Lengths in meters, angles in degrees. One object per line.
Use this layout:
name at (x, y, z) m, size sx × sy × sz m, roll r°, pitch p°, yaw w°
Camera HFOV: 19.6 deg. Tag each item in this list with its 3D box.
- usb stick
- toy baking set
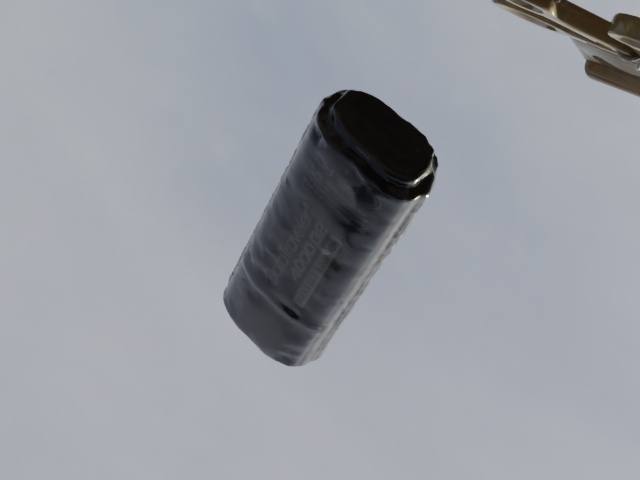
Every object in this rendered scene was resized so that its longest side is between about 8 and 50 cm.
usb stick at (0.000, 0.000, 1.057) m, size 0.077 × 0.278 × 0.045 m, roll 44°, pitch -116°, yaw 7°
toy baking set at (0.168, -0.048, 0.729) m, size 0.197 × 0.030 × 0.256 m, roll 20°, pitch -175°, yaw -39°
